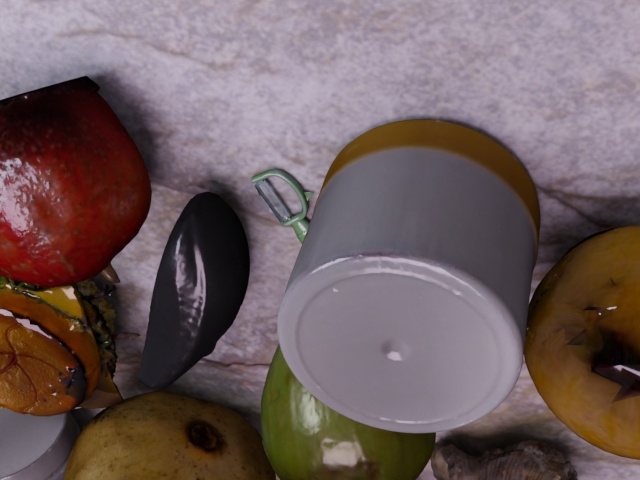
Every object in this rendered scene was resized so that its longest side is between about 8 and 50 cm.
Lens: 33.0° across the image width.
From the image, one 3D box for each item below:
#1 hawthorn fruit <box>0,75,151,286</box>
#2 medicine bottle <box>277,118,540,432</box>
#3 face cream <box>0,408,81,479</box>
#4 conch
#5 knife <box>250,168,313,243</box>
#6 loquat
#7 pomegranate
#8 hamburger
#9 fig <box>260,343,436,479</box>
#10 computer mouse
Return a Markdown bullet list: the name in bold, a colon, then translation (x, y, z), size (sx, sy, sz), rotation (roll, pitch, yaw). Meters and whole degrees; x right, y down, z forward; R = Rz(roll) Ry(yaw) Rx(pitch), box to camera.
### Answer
- **hawthorn fruit**: translation (-0.289, -0.048, 1.155), size (0.215, 0.215, 0.249), rotation (-15, 127, 26)
- **medicine bottle**: translation (0.093, 0.035, 1.085), size (0.238, 0.232, 0.238), rotation (9, 130, 10)
- **face cream**: translation (-0.408, 0.314, 1.490), size (0.177, 0.177, 0.153), rotation (-1, 128, 17)
- **conch**: translation (0.236, 0.327, 1.338), size (0.245, 0.163, 0.178), rotation (22, 120, 38)
- **knife**: translation (0.000, 0.000, 1.227), size (0.054, 0.015, 0.212), rotation (-24, 117, 22)
- **loquat**: translation (0.317, 0.100, 1.077), size (0.235, 0.235, 0.235), rotation (8, 130, 10)
- **pomegranate**: translation (-0.192, 0.330, 1.384), size (0.281, 0.281, 0.281), rotation (8, 130, 10)
- **hamburger**: translation (-0.349, 0.110, 1.334), size (0.262, 0.138, 0.243), rotation (3, 130, 14)
- **fig**: translation (0.028, 0.203, 1.260), size (0.207, 0.207, 0.230), rotation (-2, 128, 17)
- **computer mouse**: translation (-0.134, 0.068, 1.240), size (0.086, 0.137, 0.269), rotation (25, 130, 8)
